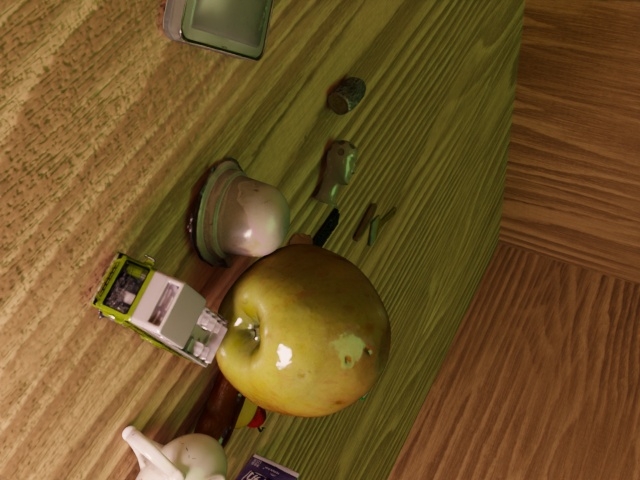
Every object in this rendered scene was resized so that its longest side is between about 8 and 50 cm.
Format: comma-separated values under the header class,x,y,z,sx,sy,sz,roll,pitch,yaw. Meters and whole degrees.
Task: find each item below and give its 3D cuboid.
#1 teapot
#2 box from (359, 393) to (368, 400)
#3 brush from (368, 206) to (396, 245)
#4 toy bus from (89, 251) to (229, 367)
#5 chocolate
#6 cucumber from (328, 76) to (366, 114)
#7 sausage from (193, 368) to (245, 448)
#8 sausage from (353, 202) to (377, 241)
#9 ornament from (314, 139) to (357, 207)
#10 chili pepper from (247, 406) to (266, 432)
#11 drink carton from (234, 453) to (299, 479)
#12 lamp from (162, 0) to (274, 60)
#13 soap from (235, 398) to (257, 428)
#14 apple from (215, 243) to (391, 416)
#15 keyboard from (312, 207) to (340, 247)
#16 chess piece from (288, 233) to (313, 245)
class,x,y,z,sx,sy,sz,roll,pitch,yaw
teapot,-0.276,0.442,1.514,0.208,0.166,0.300,-34,137,-16
box,0.057,0.331,2.189,0.103,0.180,0.250,-59,156,-22
brush,0.192,-0.058,2.443,0.205,0.011,0.083,-41,142,-54
toy bus,-0.247,0.125,1.331,0.113,0.139,0.302,-64,159,-14
chocolate,-0.133,-0.033,1.483,0.221,0.147,0.221,-55,157,-38
cucumber,0.065,-0.333,1.843,0.112,0.064,0.064,-50,150,-45
sausage,-0.187,0.304,1.691,0.103,0.076,0.302,89,20,-71
sausage,0.129,-0.052,2.273,0.132,0.024,0.024,-60,156,-26
ornament,0.041,-0.159,1.903,0.156,0.081,0.075,-69,162,3
chili pepper,-0.156,0.382,1.883,0.059,0.050,0.268,-40,144,-28
drink carton,-0.160,0.649,1.965,0.222,0.134,0.102,-48,150,-46
lamp,-0.141,-0.433,1.283,0.269,0.047,0.267,-10,116,-66
soap,-0.166,0.346,1.793,0.089,0.033,0.169,18,103,-41
apple,-0.044,0.180,1.530,0.305,0.338,0.339,-4,110,-56
keyboard,0.000,0.000,2.010,0.195,0.018,0.060,-55,156,-36
chess piece,-0.042,0.063,1.907,0.060,0.060,0.172,-55,155,-37
